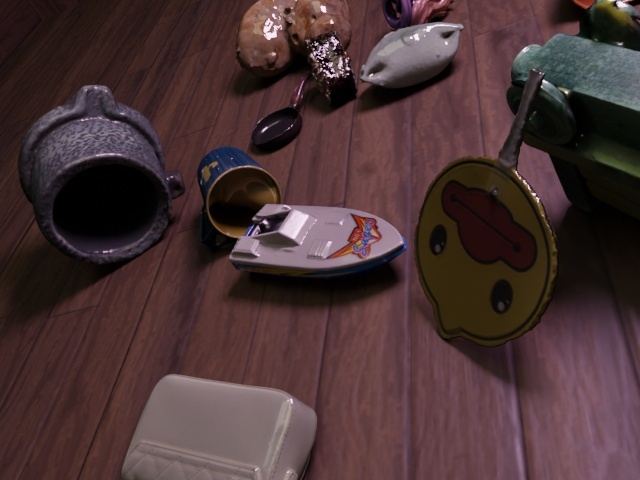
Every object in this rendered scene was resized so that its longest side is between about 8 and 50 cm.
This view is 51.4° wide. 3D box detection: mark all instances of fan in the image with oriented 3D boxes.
[{"bbox_3d":[0.188,-0.024,0.744,0.011,0.335,0.229,-3,32,-29],"label":"fan"}]

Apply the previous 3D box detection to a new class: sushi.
[{"bbox_3d":[0.021,-0.351,1.358,0.078,0.090,0.150,-20,70,-4],"label":"sushi"}]

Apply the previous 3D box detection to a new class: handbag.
[{"bbox_3d":[-0.133,0.277,0.787,0.256,0.079,0.219,0,58,36],"label":"handbag"}]

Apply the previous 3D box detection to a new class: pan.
[{"bbox_3d":[-0.067,-0.268,1.382,0.115,0.040,0.212,7,58,41],"label":"pan"}]

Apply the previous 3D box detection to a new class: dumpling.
[{"bbox_3d":[0.169,-0.364,1.271,0.217,0.105,0.149,-23,44,18],"label":"dumpling"}]

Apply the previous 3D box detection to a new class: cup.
[{"bbox_3d":[-0.163,-0.076,1.182,0.176,0.131,0.155,-55,30,11],"label":"cup"}]

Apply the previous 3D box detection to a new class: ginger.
[{"bbox_3d":[-0.044,-0.486,1.522,0.304,0.155,0.244,2,53,37],"label":"ginger"}]

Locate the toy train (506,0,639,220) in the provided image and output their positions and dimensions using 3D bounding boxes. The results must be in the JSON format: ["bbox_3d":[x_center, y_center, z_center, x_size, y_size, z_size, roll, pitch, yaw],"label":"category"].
[{"bbox_3d":[0.370,-0.097,0.701,0.160,0.253,0.397,-44,38,-3],"label":"toy train"}]

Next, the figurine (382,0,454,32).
[{"bbox_3d":[0.207,-0.487,1.403,0.157,0.126,0.114,-3,70,-20],"label":"figurine"}]

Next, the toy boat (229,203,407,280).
[{"bbox_3d":[0.000,0.000,0.989,0.295,0.088,0.129,3,49,38],"label":"toy boat"}]

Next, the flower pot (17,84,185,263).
[{"bbox_3d":[-0.428,-0.142,1.290,0.299,0.299,0.283,-34,41,-3],"label":"flower pot"}]

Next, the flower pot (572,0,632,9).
[{"bbox_3d":[0.506,-0.521,1.174,0.191,0.190,0.173,-10,28,26],"label":"flower pot"}]
